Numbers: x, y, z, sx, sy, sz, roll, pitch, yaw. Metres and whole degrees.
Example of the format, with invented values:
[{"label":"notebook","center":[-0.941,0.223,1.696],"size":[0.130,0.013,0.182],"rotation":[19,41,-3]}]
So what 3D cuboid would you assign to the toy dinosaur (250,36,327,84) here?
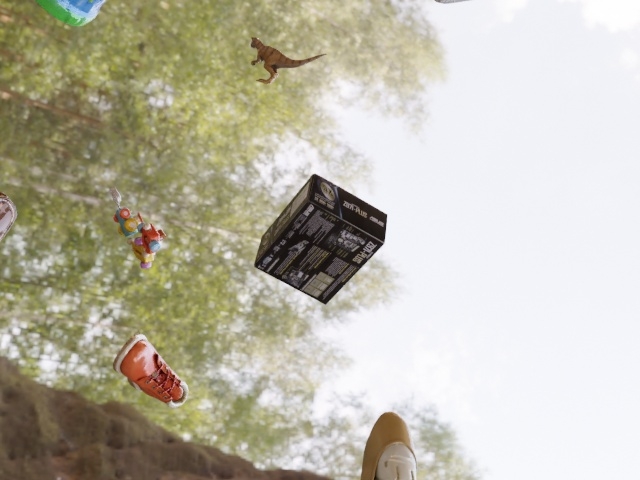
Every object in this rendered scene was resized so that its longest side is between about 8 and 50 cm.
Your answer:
[{"label":"toy dinosaur","center":[-0.101,-0.411,1.898],"size":[0.212,0.064,0.112],"rotation":[28,-75,29]}]

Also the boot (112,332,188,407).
[{"label":"boot","center":[-0.222,0.177,1.108],"size":[0.085,0.158,0.059],"rotation":[30,-110,18]}]

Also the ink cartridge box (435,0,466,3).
[{"label":"ink cartridge box","center":[0.231,-0.606,1.283],"size":[0.279,0.161,0.384],"rotation":[-101,-175,-51]}]

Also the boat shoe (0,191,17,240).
[{"label":"boat shoe","center":[-0.614,0.046,1.360],"size":[0.117,0.123,0.324],"rotation":[15,-126,33]}]

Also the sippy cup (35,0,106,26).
[{"label":"sippy cup","center":[-0.492,-0.608,1.736],"size":[0.224,0.240,0.305],"rotation":[-29,-130,22]}]

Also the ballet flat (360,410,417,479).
[{"label":"ballet flat","center":[0.088,0.329,1.037],"size":[0.073,0.080,0.232],"rotation":[-25,-132,58]}]

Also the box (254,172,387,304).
[{"label":"box","center":[0.000,0.000,1.365],"size":[0.180,0.147,0.077],"rotation":[-49,-161,37]}]

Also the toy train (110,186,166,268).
[{"label":"toy train","center":[-0.319,-0.023,1.479],"size":[0.166,0.046,0.125],"rotation":[49,-34,32]}]
